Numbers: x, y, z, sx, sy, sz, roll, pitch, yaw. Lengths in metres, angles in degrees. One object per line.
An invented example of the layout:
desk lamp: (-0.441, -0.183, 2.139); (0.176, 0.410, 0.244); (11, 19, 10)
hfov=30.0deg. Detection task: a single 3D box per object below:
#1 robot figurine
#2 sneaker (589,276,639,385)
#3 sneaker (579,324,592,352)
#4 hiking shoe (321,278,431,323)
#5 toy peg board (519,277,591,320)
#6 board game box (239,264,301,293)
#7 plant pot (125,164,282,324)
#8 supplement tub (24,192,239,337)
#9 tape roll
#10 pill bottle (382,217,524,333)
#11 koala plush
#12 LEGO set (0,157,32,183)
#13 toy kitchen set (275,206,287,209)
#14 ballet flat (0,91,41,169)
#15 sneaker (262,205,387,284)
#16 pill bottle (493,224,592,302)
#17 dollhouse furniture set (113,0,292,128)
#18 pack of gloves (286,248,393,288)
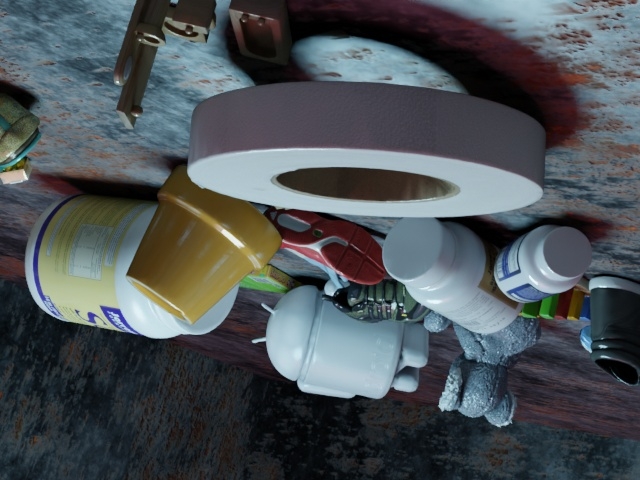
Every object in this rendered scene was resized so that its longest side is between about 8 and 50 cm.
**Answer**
robot figurine: (0.042, 0.205, 2.450); (0.354, 0.300, 0.199); (12, -148, -3)
sneaker: (0.530, 0.166, 1.841); (0.296, 0.146, 0.104); (18, 165, -18)
sneaker: (0.535, 0.168, 2.087); (0.162, 0.063, 0.073); (8, 148, 15)
hiking shoe: (0.107, 0.105, 2.143); (0.114, 0.086, 0.227); (14, 158, -39)
toy peg board: (0.351, 0.097, 1.910); (0.161, 0.079, 0.161); (3, 162, 45)
board game box: (-0.180, 0.072, 2.537); (0.259, 0.039, 0.124); (4, 163, 33)
plant pot: (-0.195, 0.019, 1.844); (0.205, 0.188, 0.205); (33, 166, 10)
supplement tub: (-0.333, 0.045, 2.130); (0.331, 0.241, 0.241); (7, 165, 35)
tape roll: (0.048, -0.090, 1.305); (0.392, 0.072, 0.392); (4, 173, 1)
pill bottle: (0.195, 0.045, 1.750); (0.131, 0.131, 0.229); (5, 164, 40)
koala plush: (0.296, 0.222, 2.193); (0.196, 0.221, 0.203); (24, 165, -32)
LEGO set: (-0.643, -0.140, 2.113); (0.287, 0.107, 0.132); (-2, -166, 41)
toy kitchen set: (-0.041, -0.094, 1.654); (0.075, 0.068, 0.083); (50, 156, -17)
ballet flat: (-0.508, -0.156, 1.811); (0.123, 0.123, 0.348); (20, 167, -21)
sneaker: (0.000, 0.000, 1.953); (0.221, 0.087, 0.128); (32, 172, -15)
pill bottle: (0.307, 0.030, 1.636); (0.094, 0.094, 0.169); (17, 168, -7)
dollhouse furniture set: (-0.119, -0.174, 1.191); (0.151, 0.123, 0.144); (14, 168, 5)
pack of gloves: (0.048, 0.060, 2.192); (0.195, 0.046, 0.232); (7, 165, 37)
